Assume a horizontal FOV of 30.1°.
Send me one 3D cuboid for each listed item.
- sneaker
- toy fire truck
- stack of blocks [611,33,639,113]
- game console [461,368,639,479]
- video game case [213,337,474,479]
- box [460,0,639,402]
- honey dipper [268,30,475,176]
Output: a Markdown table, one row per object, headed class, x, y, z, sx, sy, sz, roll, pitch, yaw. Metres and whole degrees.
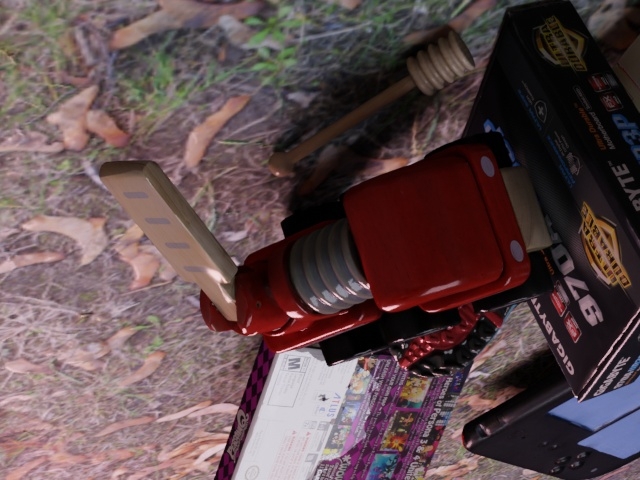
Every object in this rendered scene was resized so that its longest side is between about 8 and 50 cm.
| class | x | y | z | sx | sy | sz | roll | pitch | yaw |
| --- | --- | --- | --- | --- | --- | --- | --- | --- | --- |
| sneaker | 0.159 | 0.003 | 1.021 | 0.262 | 0.104 | 0.125 | -39 | -178 | 8 |
| toy fire truck | 0.000 | 0.000 | 0.785 | 0.217 | 0.158 | 0.246 | -23 | 171 | 38 |
| stack of blocks | 0.322 | -0.133 | 0.840 | 0.171 | 0.087 | 0.297 | 3 | 136 | -40 |
| game console | 0.403 | 0.183 | 1.454 | 0.386 | 0.060 | 0.342 | -35 | 149 | 24 |
| video game case | 0.015 | 0.193 | 1.140 | 0.210 | 0.042 | 0.232 | 7 | 115 | -26 |
| box | 0.173 | -0.025 | 0.816 | 0.051 | 0.220 | 0.175 | -15 | 152 | -16 |
| honey dipper | 0.030 | -0.087 | 0.807 | 0.161 | 0.030 | 0.030 | -32 | 151 | 20 |
